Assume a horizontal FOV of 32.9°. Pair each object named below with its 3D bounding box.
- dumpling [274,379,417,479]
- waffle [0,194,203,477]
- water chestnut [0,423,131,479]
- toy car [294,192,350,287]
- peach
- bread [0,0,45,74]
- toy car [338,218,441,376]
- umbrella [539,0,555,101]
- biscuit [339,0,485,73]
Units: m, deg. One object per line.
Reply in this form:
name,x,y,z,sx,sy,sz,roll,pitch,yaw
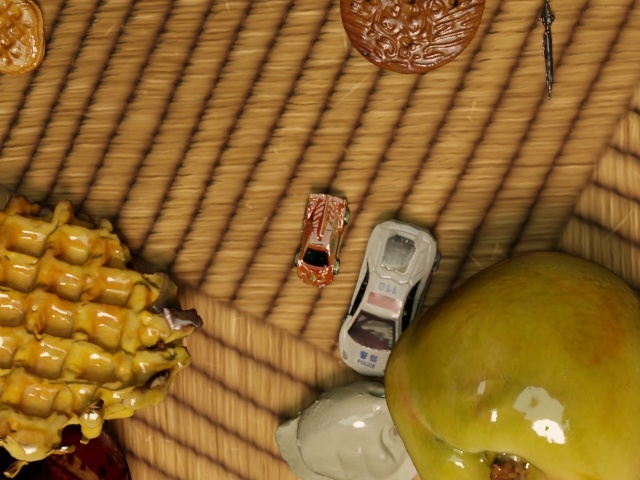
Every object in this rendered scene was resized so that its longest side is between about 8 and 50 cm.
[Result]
dumpling,0.048,0.242,1.372,0.219,0.108,0.152,-16,132,26
waffle,-0.364,0.102,1.326,0.382,0.380,0.095,44,138,28
water chestnut,-0.392,0.302,1.388,0.335,0.347,0.335,6,130,8
toy car,0.000,0.000,1.404,0.059,0.035,0.122,12,91,8
peach,0.241,0.163,1.208,0.314,0.315,0.281,41,140,11
bread,-0.419,-0.283,1.491,0.083,0.044,0.110,2,92,9
toy car,0.085,0.075,1.377,0.095,0.056,0.205,18,94,10
umbrella,0.285,-0.248,1.350,0.022,0.022,0.148,-9,96,-11
biscuit,0.115,-0.306,1.381,0.188,0.027,0.187,0,91,13
